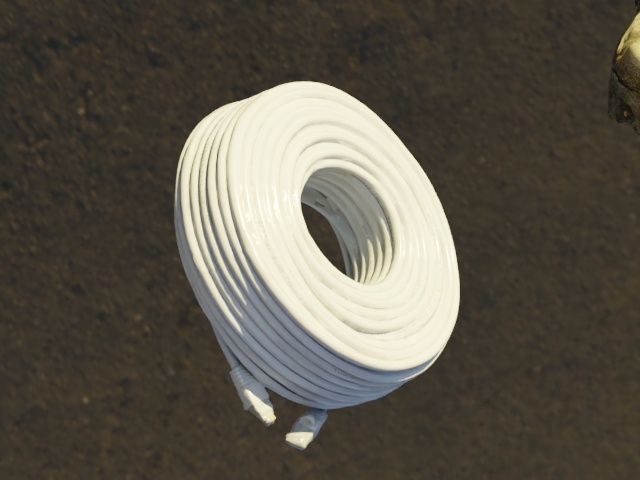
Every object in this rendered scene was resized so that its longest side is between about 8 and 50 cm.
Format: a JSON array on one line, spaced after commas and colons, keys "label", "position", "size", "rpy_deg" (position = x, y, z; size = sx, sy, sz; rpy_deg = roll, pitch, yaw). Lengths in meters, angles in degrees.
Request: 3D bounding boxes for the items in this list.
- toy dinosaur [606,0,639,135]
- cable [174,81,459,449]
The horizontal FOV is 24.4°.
[{"label": "toy dinosaur", "position": [0.180, -0.152, 0.611], "size": [0.268, 0.064, 0.118], "rpy_deg": [-51, 163, -35]}, {"label": "cable", "position": [0.000, 0.000, 1.139], "size": [0.089, 0.257, 0.257], "rpy_deg": [-29, -178, 39]}]
